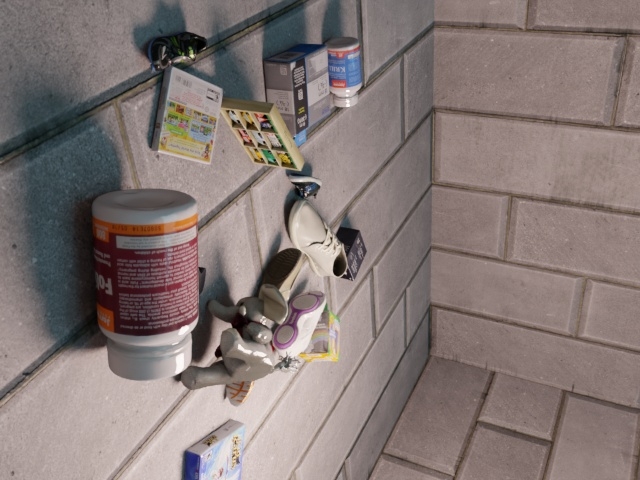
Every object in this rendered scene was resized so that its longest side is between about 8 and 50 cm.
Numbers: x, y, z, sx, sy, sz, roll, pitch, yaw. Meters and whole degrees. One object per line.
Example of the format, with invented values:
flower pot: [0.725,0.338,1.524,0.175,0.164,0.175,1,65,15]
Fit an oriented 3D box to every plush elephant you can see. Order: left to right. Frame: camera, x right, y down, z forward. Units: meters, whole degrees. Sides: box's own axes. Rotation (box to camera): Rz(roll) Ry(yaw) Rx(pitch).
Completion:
plush elephant: [-0.223,0.261,1.903,0.330,0.255,0.272,8,139,-35]

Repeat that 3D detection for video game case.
video game case: [-0.330,-0.308,1.654,0.227,0.026,0.206,5,96,-66]
video game case: [-0.332,0.736,2.065,0.244,0.061,0.269,-19,118,-63]

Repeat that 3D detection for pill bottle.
pill bottle: [-0.386,0.096,1.470,0.224,0.224,0.391,-29,125,-59]
pill bottle: [0.082,-0.588,2.302,0.124,0.124,0.221,-51,143,-46]

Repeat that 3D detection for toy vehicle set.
toy vehicle set: [-0.162,-0.296,1.850,0.035,0.166,0.267,-68,154,-22]

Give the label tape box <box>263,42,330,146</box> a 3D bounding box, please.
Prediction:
label tape box: [-0.065,-0.428,2.077,0.240,0.106,0.333,-45,139,-50]

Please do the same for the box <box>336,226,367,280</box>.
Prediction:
box: [0.109,0.054,2.681,0.158,0.093,0.156,-64,151,-28]

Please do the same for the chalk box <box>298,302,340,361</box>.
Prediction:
chalk box: [-0.006,0.340,2.480,0.132,0.133,0.212,50,39,-59]

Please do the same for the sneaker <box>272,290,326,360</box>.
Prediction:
sneaker: [-0.075,0.309,2.382,0.305,0.114,0.152,-53,148,-35]

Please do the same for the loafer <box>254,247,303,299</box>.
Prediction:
loafer: [-0.140,0.145,2.186,0.268,0.102,0.092,-59,152,-19]

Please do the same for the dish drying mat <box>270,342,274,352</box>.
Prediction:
dish drying mat: [-0.165,0.365,2.327,0.083,0.008,0.032,-67,153,-23]

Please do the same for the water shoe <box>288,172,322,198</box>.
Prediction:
water shoe: [-0.050,-0.182,2.259,0.203,0.073,0.080,3,100,-65]

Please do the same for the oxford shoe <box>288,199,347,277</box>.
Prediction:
oxford shoe: [0.000,0.000,2.383,0.169,0.130,0.449,-65,151,-24]

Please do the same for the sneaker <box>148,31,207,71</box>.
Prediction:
sneaker: [-0.331,-0.444,1.526,0.188,0.078,0.067,-47,141,-48]

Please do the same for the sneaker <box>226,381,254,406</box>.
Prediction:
sneaker: [-0.236,0.430,2.116,0.083,0.084,0.214,54,51,-65]

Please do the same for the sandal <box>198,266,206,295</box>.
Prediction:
sandal: [-0.343,0.114,1.703,0.254,0.055,0.097,145,-45,-86]
